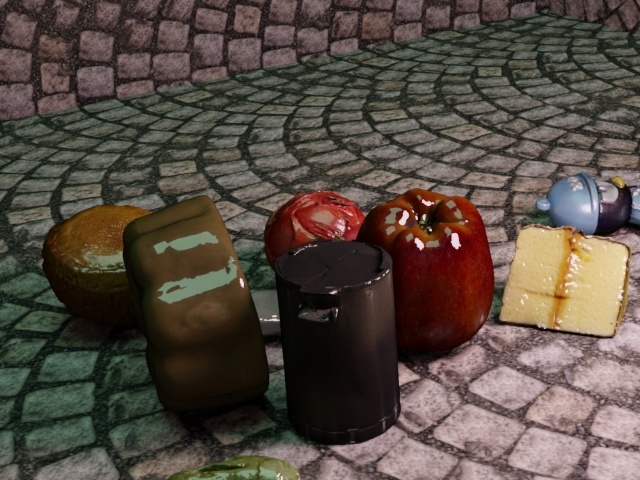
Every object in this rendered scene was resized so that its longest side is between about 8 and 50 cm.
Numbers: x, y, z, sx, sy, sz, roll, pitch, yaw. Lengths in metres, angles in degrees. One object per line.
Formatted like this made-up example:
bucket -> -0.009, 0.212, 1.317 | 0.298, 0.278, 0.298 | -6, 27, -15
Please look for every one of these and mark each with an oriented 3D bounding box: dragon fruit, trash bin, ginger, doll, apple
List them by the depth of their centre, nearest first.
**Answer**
ginger -> -0.173, 0.395, 1.497 | 0.289, 0.089, 0.137 | -14, 9, -28
trash bin -> 0.031, 0.165, 1.682 | 0.202, 0.302, 0.252 | 1, 27, 12
apple -> 0.192, 0.064, 1.882 | 0.288, 0.317, 0.288 | -1, 42, 1
dragon fruit -> -0.002, 0.003, 2.119 | 0.252, 0.241, 0.241 | 28, 39, 30
doll -> 0.653, -0.087, 2.285 | 0.314, 0.141, 0.177 | -3, 30, -4

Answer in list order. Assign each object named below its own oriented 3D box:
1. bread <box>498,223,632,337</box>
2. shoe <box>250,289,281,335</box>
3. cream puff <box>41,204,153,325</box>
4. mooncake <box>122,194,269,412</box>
bread -> 0.479, 0.074, 1.939 | 0.240, 0.178, 0.135 | 8, 27, 21
shoe -> -0.054, 0.145, 1.994 | 0.251, 0.100, 0.103 | -2, 63, -29
cream puff -> -0.427, 0.064, 2.079 | 0.303, 0.212, 0.303 | 1, 35, -1
mooncake -> -0.235, 0.118, 1.760 | 0.200, 0.378, 0.378 | -17, 28, -12
